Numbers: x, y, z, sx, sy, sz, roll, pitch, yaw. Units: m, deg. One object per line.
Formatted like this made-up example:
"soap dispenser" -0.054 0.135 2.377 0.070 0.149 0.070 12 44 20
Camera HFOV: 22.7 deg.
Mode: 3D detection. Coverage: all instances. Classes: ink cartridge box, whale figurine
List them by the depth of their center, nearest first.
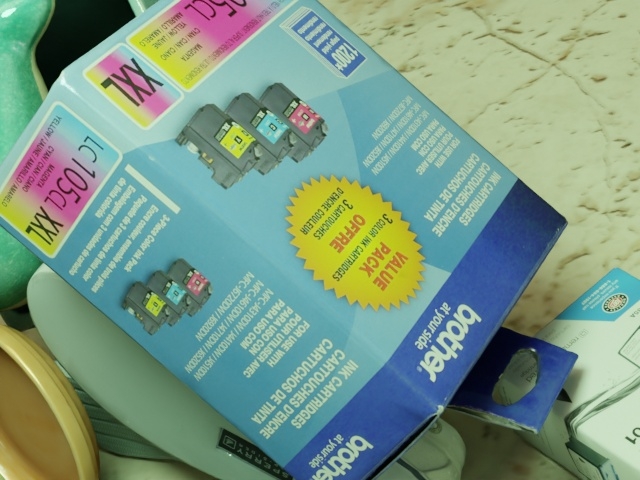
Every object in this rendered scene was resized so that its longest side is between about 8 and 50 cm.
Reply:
"ink cartridge box" 0.000 0.000 1.148 0.151 0.395 0.270 -47 2 41
"ink cartridge box" 0.247 0.122 1.181 0.139 0.082 0.190 -38 40 -17
"whale figurine" -0.283 -0.078 1.279 0.216 0.141 0.272 6 91 23

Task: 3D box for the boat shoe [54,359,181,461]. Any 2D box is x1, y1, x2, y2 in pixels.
"boat shoe" -0.134 0.141 1.361 0.226 0.083 0.076 17 42 24

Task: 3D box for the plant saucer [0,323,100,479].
"plant saucer" -0.246 0.147 1.309 0.200 0.200 0.037 19 39 40

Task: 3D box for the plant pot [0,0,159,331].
"plant pot" -0.170 -0.085 1.444 0.247 0.252 0.248 -31 79 20

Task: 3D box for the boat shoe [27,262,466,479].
"boat shoe" -0.045 0.094 1.246 0.367 0.136 0.156 29 45 12

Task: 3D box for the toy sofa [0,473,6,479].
"toy sofa" -0.394 0.303 1.234 0.177 0.150 0.362 24 59 38
